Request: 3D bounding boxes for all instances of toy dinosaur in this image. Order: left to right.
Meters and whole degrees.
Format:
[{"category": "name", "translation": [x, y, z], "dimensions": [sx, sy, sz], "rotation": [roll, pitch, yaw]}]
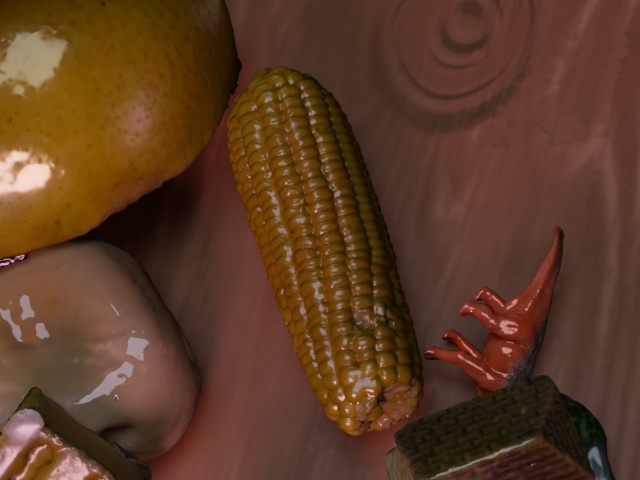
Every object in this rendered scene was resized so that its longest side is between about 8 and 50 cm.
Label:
[{"category": "toy dinosaur", "translation": [0.141, 0.109, 1.212], "dimensions": [0.101, 0.055, 0.280], "rotation": [29, 87, 21]}]

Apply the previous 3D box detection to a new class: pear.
[{"category": "pear", "translation": [-0.273, -0.165, 1.294], "dimensions": [0.340, 0.191, 0.386], "rotation": [24, 55, 38]}]

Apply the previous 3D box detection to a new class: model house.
[{"category": "model house", "translation": [0.157, 0.219, 1.070], "dimensions": [0.195, 0.189, 0.214], "rotation": [-17, 73, 1]}]

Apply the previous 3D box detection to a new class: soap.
[{"category": "soap", "translation": [-0.249, 0.249, 1.154], "dimensions": [0.135, 0.076, 0.233], "rotation": [37, 99, -3]}]

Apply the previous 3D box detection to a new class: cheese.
[{"category": "cheese", "translation": [-0.221, 0.107, 1.251], "dimensions": [0.235, 0.117, 0.218], "rotation": [30, 76, 26]}]

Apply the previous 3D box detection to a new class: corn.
[{"category": "corn", "translation": [0.000, 0.000, 1.257], "dimensions": [0.120, 0.120, 0.363], "rotation": [-17, 63, 3]}]
